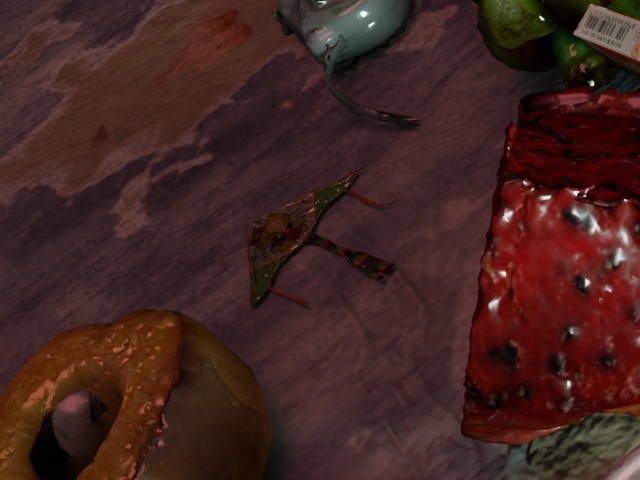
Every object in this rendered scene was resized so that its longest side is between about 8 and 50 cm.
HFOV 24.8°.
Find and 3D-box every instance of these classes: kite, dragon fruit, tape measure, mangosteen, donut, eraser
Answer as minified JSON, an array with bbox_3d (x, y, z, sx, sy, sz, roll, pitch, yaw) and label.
[{"bbox_3d":[0.000,0.000,1.473,0.198,0.006,0.244,-50,35,-18],"label":"kite"},{"bbox_3d":[0.252,0.016,1.159,0.286,0.228,0.329,2,19,1],"label":"dragon fruit"},{"bbox_3d":[0.055,-0.236,1.636,0.164,0.084,0.330,-42,32,1],"label":"tape measure"},{"bbox_3d":[0.256,-0.306,1.385,0.300,0.300,0.300,-24,36,19],"label":"mangosteen"},{"bbox_3d":[-0.184,0.205,1.272,0.299,0.150,0.317,-32,34,3],"label":"donut"},{"bbox_3d":[0.330,-0.124,1.183,0.038,0.157,0.230,-62,34,7],"label":"eraser"}]

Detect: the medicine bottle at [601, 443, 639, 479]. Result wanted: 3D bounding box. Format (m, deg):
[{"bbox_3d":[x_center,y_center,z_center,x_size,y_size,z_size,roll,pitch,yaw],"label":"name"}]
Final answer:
[{"bbox_3d":[0.257,0.237,0.687,0.241,0.302,0.241,-24,36,19],"label":"medicine bottle"}]
